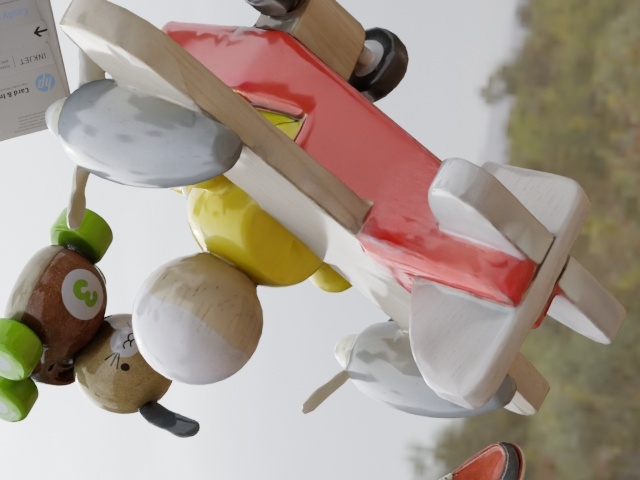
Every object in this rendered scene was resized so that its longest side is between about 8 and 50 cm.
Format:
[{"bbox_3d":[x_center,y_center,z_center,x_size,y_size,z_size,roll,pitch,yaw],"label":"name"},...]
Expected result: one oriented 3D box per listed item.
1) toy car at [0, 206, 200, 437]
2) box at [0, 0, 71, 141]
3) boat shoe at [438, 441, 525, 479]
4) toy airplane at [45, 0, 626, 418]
[{"bbox_3d":[-0.172,0.091,1.654,0.149,0.188,0.155,107,-171,-56],"label":"toy car"},{"bbox_3d":[-0.248,-0.146,1.282,0.038,0.145,0.186,-121,19,-56],"label":"box"},{"bbox_3d":[0.082,0.184,1.320,0.137,0.043,0.049,-47,35,14],"label":"boat shoe"},{"bbox_3d":[0.000,0.000,1.260,0.272,0.386,0.384,-45,-1,3],"label":"toy airplane"}]
